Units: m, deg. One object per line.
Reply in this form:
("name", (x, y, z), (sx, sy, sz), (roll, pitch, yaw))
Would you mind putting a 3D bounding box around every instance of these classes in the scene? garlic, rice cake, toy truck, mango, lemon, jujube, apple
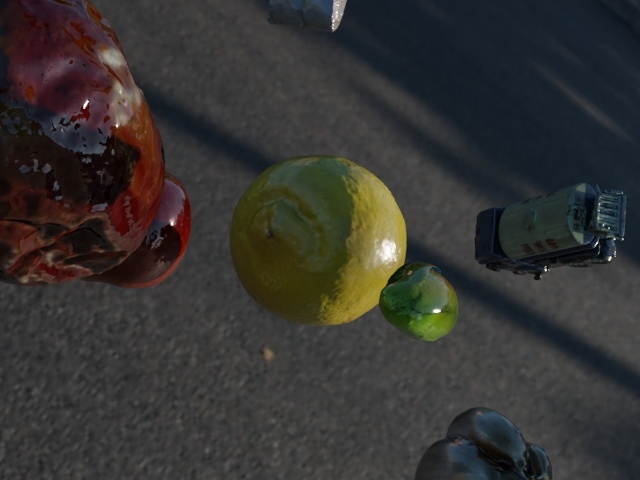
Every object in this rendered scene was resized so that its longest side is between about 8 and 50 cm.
("garlic", (0.198, 0.332, 1.741), (0.160, 0.214, 0.191), (47, -17, 6))
("rice cake", (0.008, -0.440, 1.831), (0.106, 0.297, 0.050), (11, -8, 21))
("toy truck", (0.233, -0.009, 1.321), (0.088, 0.202, 0.074), (9, 78, -25))
("mango", (0.151, 0.095, 2.040), (0.125, 0.111, 0.233), (47, 13, 23))
("lemon", (0.000, 0.000, 2.427), (0.348, 0.348, 0.348), (32, 24, -16))
("jujube", (-0.309, -0.113, 1.347), (0.276, 0.276, 0.377), (53, -11, 29))
("apple", (-0.311, -0.029, 2.056), (0.218, 0.201, 0.218), (13, 5, -1))
